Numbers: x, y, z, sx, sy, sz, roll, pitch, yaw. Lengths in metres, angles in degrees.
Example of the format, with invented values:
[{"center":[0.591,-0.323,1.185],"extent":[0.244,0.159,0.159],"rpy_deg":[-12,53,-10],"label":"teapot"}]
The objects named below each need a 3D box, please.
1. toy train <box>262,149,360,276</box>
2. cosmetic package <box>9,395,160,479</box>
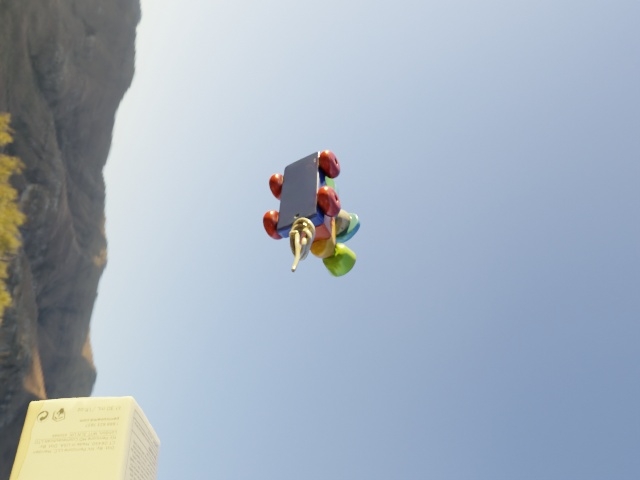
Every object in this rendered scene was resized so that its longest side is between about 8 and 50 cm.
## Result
[{"center":[0.000,0.000,0.741],"extent":[0.105,0.143,0.248],"rpy_deg":[-23,-143,20],"label":"toy train"},{"center":[-0.242,0.332,0.534],"extent":[0.160,0.113,0.310],"rpy_deg":[93,-5,-51],"label":"cosmetic package"}]
